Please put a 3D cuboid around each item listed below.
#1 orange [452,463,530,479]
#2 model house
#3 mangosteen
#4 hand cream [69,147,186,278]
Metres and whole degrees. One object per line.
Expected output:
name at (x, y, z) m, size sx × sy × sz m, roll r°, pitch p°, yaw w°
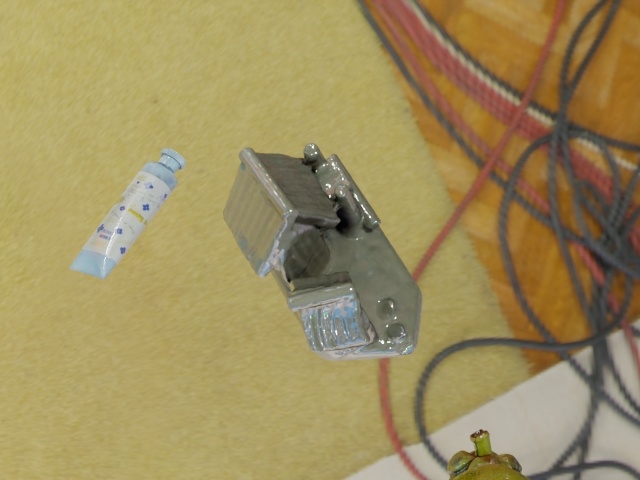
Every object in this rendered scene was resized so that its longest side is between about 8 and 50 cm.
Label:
orange at (0.143, 0.223, 1.054) m, size 0.085 × 0.095 × 0.085 m, roll -3°, pitch 95°, yaw -36°
model house at (-0.004, 0.005, 1.225) m, size 0.122 × 0.188 × 0.229 m, roll -31°, pitch 66°, yaw 7°
mangosteen at (0.175, 0.276, 1.383) m, size 0.137 × 0.137 × 0.151 m, roll 0°, pitch 83°, yaw -22°
hand cream at (-0.207, -0.030, 1.434) m, size 0.171 × 0.065 × 0.043 m, roll -55°, pitch 131°, yaw -22°
